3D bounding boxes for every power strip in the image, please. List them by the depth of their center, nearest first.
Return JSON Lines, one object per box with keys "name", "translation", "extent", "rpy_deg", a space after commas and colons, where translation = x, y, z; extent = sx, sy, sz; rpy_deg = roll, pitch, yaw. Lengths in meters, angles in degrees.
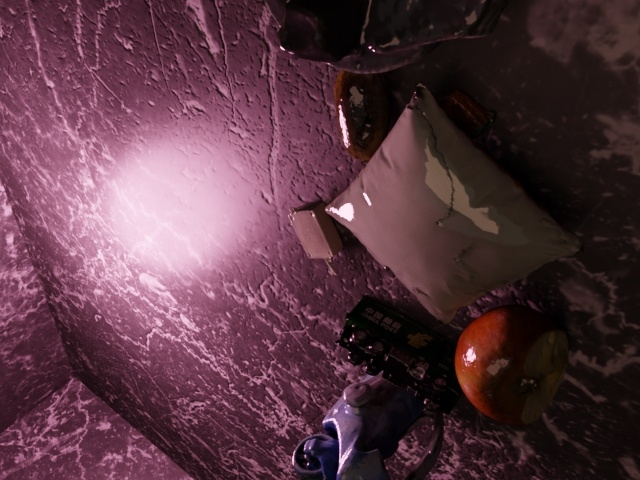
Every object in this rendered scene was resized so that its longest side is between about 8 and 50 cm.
{"name": "power strip", "translation": [0.000, 0.000, 0.964], "extent": [0.075, 0.042, 0.175], "rpy_deg": [-6, 117, 42]}

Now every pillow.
{"name": "pillow", "translation": [0.178, -0.029, 0.735], "extent": [0.312, 0.119, 0.310], "rpy_deg": [43, 144, 2]}

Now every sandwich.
{"name": "sandwich", "translation": [0.193, -0.178, 0.685], "extent": [0.101, 0.026, 0.069], "rpy_deg": [39, 139, 12]}

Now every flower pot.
{"name": "flower pot", "translation": [0.076, -0.320, 0.490], "extent": [0.299, 0.283, 0.299], "rpy_deg": [21, 130, 28]}

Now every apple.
{"name": "apple", "translation": [0.300, 0.197, 0.762], "extent": [0.160, 0.173, 0.195], "rpy_deg": [3, 118, 35]}

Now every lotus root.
{"name": "lotus root", "translation": [0.065, -0.200, 0.735], "extent": [0.089, 0.080, 0.179], "rpy_deg": [16, 130, 31]}

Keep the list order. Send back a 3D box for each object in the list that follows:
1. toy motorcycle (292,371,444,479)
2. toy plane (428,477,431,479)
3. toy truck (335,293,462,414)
{"name": "toy motorcycle", "translation": [0.111, 0.367, 0.936], "extent": [0.182, 0.319, 0.241], "rpy_deg": [56, 145, -4]}
{"name": "toy plane", "translation": [0.286, 0.664, 1.176], "extent": [0.060, 0.096, 0.235], "rpy_deg": [17, 147, 33]}
{"name": "toy truck", "translation": [0.162, 0.224, 0.934], "extent": [0.259, 0.121, 0.088], "rpy_deg": [27, 132, 23]}
